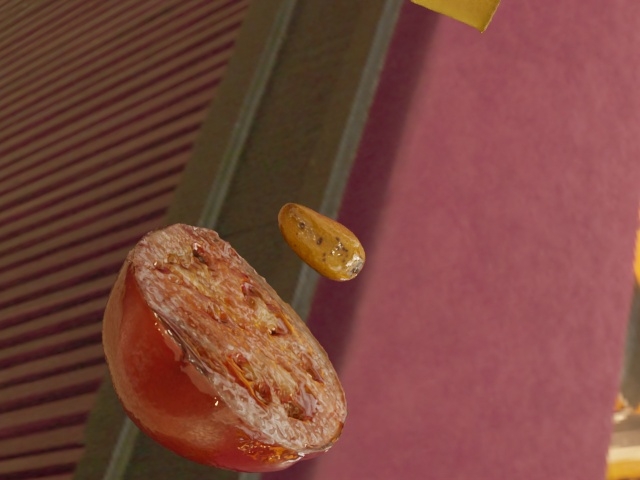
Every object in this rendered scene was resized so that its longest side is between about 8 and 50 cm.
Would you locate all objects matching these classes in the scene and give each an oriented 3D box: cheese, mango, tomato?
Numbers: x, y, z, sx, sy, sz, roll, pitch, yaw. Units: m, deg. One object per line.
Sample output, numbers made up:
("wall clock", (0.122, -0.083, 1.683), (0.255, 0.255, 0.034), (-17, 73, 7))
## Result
("cheese", (0.168, -0.328, 1.228), (0.093, 0.126, 0.171), (23, 37, -3))
("mango", (0.000, 0.000, 1.272), (0.114, 0.057, 0.079), (40, 22, -6))
("tomato", (-0.123, 0.142, 1.258), (0.338, 0.143, 0.338), (41, 19, -17))
